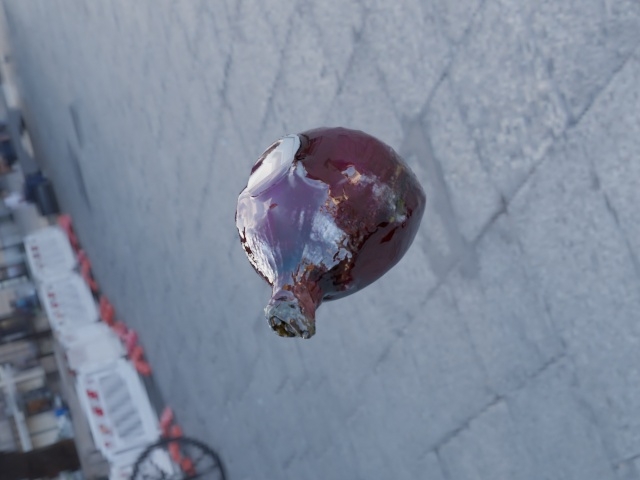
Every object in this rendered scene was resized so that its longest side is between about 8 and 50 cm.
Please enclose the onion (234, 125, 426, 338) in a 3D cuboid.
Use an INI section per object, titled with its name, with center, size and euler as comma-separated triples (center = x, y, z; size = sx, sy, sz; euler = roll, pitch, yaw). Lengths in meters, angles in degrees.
[onion]
center = -0.009, -0.012, 1.017
size = 0.173, 0.198, 0.135
euler = -23, 114, 38
